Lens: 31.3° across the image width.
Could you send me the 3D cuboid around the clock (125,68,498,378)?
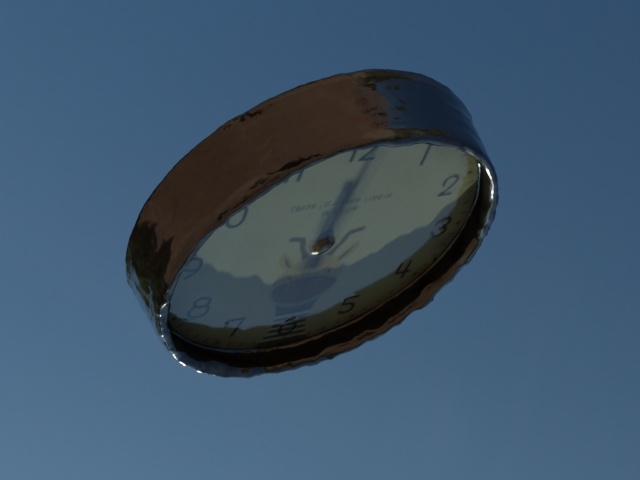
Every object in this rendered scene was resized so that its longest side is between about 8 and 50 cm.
[{"bbox_3d":[0.000,0.000,0.541,0.184,0.184,0.040,-39,-122,16],"label":"clock"}]
